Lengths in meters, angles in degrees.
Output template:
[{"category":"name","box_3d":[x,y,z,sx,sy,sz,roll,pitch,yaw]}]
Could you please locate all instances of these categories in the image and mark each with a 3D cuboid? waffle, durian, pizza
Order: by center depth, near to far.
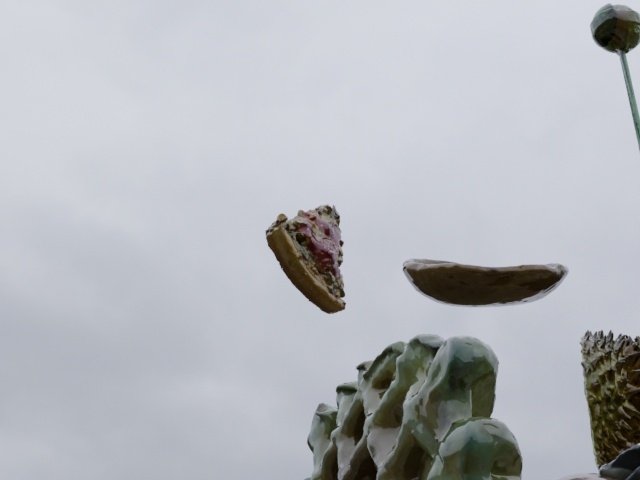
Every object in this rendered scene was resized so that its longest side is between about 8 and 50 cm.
[{"category":"waffle","box_3d":[0.039,0.209,0.524,0.056,0.291,0.309,10,-21,-17]},{"category":"durian","box_3d":[0.394,0.197,1.145,0.144,0.252,0.139,22,-63,-3]},{"category":"pizza","box_3d":[0.000,0.000,1.329,0.062,0.199,0.188,-21,-57,29]}]

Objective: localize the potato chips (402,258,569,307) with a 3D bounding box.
[{"category":"potato chips","box_3d":[0.207,0.054,1.069,0.208,0.061,0.195,4,-4,-38]}]

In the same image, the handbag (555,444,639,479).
[{"category":"handbag","box_3d":[0.302,0.298,0.696,0.302,0.283,0.149,12,9,19]}]

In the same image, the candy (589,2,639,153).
[{"category":"candy","box_3d":[0.343,-0.178,0.952,0.061,0.202,0.061,-2,-23,-1]}]
